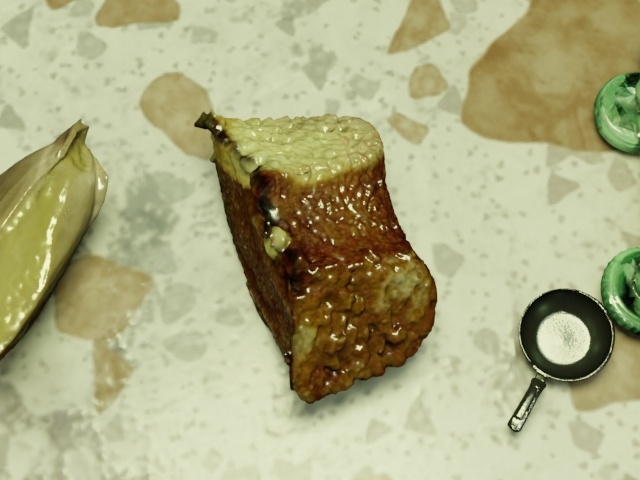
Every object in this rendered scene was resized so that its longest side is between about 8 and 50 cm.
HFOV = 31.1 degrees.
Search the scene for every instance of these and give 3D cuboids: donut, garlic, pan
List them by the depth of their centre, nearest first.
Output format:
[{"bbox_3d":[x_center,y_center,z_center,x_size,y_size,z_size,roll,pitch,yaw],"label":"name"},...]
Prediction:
[{"bbox_3d":[-0.217,0.011,0.808,0.087,0.101,0.196,40,62,-19],"label":"garlic"},{"bbox_3d":[-0.003,-0.003,0.818,0.126,0.144,0.187,-13,38,-12],"label":"donut"},{"bbox_3d":[0.164,0.088,0.825,0.068,0.023,0.115,31,75,13],"label":"pan"}]

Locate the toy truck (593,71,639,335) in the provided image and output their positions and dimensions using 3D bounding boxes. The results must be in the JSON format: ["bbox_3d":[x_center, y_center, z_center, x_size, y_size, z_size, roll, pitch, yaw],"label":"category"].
[{"bbox_3d":[0.293,-0.056,0.818,0.156,0.155,0.279,6,68,-8],"label":"toy truck"}]
